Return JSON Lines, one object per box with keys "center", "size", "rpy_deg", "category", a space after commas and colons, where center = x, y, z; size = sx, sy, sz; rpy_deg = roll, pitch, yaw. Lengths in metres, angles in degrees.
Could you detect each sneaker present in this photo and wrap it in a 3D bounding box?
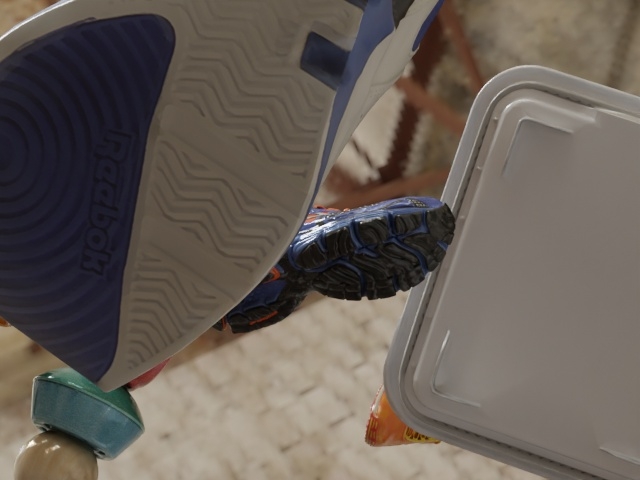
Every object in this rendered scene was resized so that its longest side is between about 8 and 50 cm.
{"center": [0.002, -0.095, 0.697], "size": [0.127, 0.182, 0.315], "rpy_deg": [38, -73, 11], "category": "sneaker"}
{"center": [0.000, 0.000, 1.548], "size": [0.221, 0.087, 0.083], "rpy_deg": [-14, -48, 19], "category": "sneaker"}
{"center": [0.092, 0.170, 1.905], "size": [0.067, 0.175, 0.064], "rpy_deg": [18, -79, 23], "category": "sneaker"}

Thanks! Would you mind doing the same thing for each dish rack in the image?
{"center": [0.221, 0.041, 1.640], "size": [0.285, 0.072, 0.333], "rpy_deg": [19, -85, 8], "category": "dish rack"}

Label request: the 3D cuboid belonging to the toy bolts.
{"center": [-0.236, 0.095, 1.414], "size": [0.228, 0.158, 0.218], "rpy_deg": [29, -20, -11], "category": "toy bolts"}
